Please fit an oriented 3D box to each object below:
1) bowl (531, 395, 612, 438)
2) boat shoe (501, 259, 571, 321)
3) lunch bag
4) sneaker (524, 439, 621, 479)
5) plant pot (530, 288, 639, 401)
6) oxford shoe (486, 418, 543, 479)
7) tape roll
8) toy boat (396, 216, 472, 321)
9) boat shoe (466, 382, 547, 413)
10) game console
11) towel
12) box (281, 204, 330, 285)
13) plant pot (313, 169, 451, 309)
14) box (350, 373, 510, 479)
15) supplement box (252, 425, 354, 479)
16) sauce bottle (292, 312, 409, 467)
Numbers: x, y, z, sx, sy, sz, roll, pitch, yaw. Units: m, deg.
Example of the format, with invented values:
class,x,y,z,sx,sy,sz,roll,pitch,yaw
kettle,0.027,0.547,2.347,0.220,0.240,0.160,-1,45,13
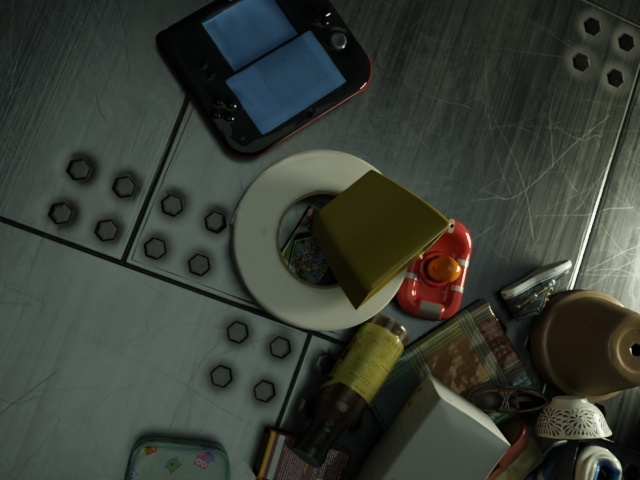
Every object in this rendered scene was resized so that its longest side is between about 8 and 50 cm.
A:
class,x,y,z,sx,sy,sz,roll,pitch,yaw
bowl,0.556,0.389,1.711,0.170,0.170,0.080,0,85,-12
boat shoe,0.513,0.116,1.792,0.183,0.065,0.083,-26,94,-7
lunch bag,-0.290,0.546,1.555,0.224,0.108,0.279,8,84,-15
sneaker,0.514,0.572,1.660,0.130,0.236,0.323,44,77,-5
plant pot,0.639,0.235,1.722,0.263,0.229,0.263,1,84,-12
oxford shoe,0.352,0.556,1.683,0.348,0.123,0.130,-42,107,-2
tape roll,0.000,0.000,1.643,0.392,0.072,0.392,1,86,-12
toy boat,0.263,0.061,1.692,0.151,0.151,0.231,14,83,-11
boat shoe,0.416,0.350,1.710,0.183,0.066,0.066,-2,86,-14
game console,-0.114,-0.401,1.696,0.386,0.060,0.342,-34,93,-13
towel,0.291,0.337,1.734,0.370,0.040,0.271,-32,93,-13
box,-0.030,0.038,1.689,0.114,0.036,0.207,33,79,-8
plant pot,0.102,-0.013,1.536,0.212,0.212,0.187,-39,82,-13
box,0.196,0.473,1.558,0.168,0.215,0.345,35,93,0
supplement box,-0.037,0.470,1.629,0.188,0.081,0.104,18,81,-10
sauce bottle,0.061,0.310,1.612,0.111,0.111,0.344,40,63,-7
